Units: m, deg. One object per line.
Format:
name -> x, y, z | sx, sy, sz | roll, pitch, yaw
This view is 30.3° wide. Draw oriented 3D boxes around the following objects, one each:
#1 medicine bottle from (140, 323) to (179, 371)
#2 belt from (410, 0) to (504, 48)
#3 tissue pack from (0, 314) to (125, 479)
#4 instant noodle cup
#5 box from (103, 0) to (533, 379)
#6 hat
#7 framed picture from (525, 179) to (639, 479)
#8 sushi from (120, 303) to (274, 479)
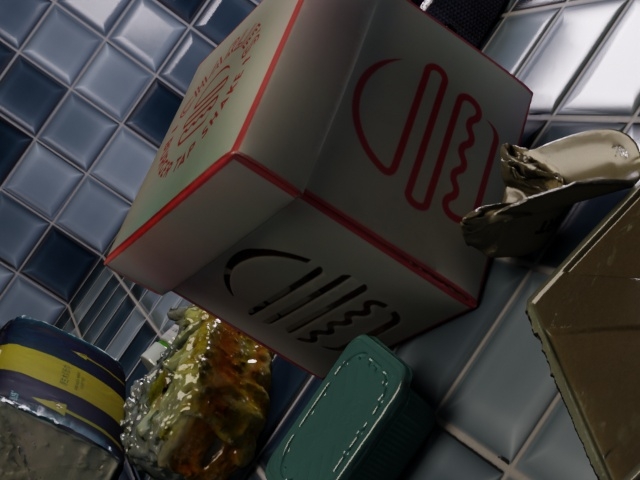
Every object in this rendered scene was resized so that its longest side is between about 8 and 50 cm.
medicine bottle -> -0.154, 0.129, 1.640 | 0.183, 0.086, 0.086 | -43, 12, -19
belt -> 0.165, -0.322, 1.652 | 0.230, 0.126, 0.140 | -58, 18, -7
tissue pack -> -0.454, 0.321, 1.844 | 0.264, 0.253, 0.416 | -60, 15, 8
instant noodle cup -> 0.033, 0.188, 1.107 | 0.179, 0.070, 0.157 | -54, 18, -1
box -> 0.002, -0.072, 1.282 | 0.314, 0.300, 0.312 | -33, 30, 51
hat -> 0.211, -0.030, 1.068 | 0.175, 0.085, 0.147 | -9, 27, 37
framed picture -> 0.252, 0.043, 0.878 | 0.213, 0.016, 0.289 | -50, 17, 17
sushi -> -0.146, 0.190, 1.478 | 0.184, 0.139, 0.274 | -43, 20, 33
